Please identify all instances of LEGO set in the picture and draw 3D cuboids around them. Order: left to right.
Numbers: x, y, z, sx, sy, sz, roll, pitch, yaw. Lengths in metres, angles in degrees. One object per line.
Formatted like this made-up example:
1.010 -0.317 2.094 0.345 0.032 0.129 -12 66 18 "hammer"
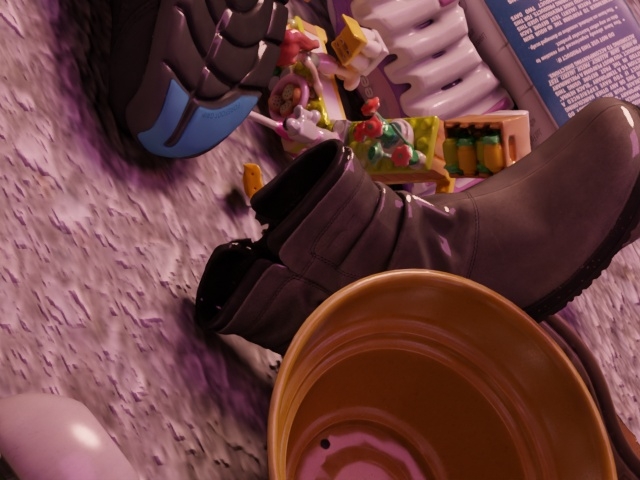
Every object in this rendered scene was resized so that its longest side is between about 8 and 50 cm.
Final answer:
0.002 -0.097 1.201 0.107 0.132 0.287 22 20 -42 "LEGO set"

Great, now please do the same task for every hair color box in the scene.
0.139 -0.151 1.434 0.105 0.174 0.347 -26 81 -19 "hair color box"

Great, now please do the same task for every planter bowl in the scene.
0.045 0.131 1.029 0.217 0.090 0.217 13 64 -28 "planter bowl"

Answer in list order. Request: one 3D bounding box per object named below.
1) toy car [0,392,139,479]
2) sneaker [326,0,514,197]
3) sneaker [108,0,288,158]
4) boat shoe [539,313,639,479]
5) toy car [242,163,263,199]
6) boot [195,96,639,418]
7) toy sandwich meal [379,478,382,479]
-0.121 0.150 0.725 0.182 0.159 0.136 53 -9 -6 "toy car"
0.066 -0.105 1.369 0.095 0.104 0.236 -25 103 -26 "sneaker"
-0.096 -0.199 1.180 0.125 0.139 0.341 55 36 -56 "sneaker"
0.144 0.138 1.228 0.307 0.110 0.104 52 -8 -13 "boat shoe"
0.000 0.000 1.180 0.122 0.060 0.040 64 -6 0 "toy car"
0.058 -0.009 1.063 0.161 0.246 0.083 35 15 -32 "boot"
0.042 0.150 1.112 0.085 0.029 0.085 40 34 -34 "toy sandwich meal"
